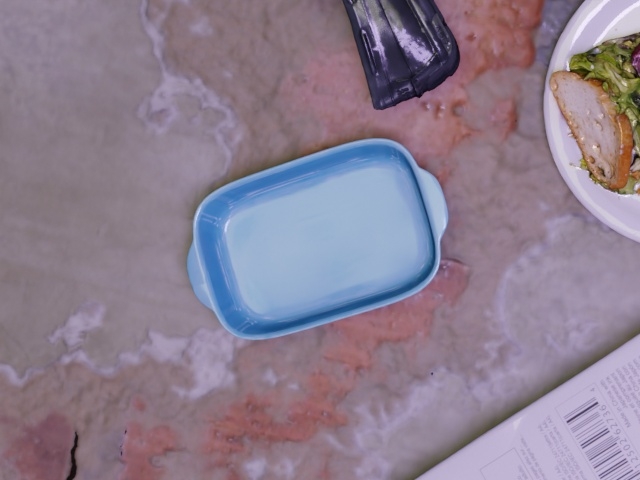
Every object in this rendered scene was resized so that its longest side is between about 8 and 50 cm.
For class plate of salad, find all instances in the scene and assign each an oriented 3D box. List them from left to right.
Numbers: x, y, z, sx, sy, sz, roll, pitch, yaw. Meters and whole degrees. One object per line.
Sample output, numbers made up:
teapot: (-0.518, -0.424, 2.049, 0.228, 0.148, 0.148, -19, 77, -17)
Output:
plate of salad: (0.243, -0.092, 1.101, 0.199, 0.048, 0.200, -1, 87, 17)

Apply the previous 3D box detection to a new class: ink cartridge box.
ink cartridge box: (0.146, 0.212, 1.091, 0.311, 0.065, 0.186, -34, 62, 9)

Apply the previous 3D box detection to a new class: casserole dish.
casserole dish: (0.000, 0.000, 1.170, 0.188, 0.037, 0.114, -18, 85, 14)

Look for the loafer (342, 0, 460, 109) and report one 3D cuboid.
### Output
loafer: (0.013, -0.194, 1.150, 0.078, 0.076, 0.223, -30, 85, 4)
